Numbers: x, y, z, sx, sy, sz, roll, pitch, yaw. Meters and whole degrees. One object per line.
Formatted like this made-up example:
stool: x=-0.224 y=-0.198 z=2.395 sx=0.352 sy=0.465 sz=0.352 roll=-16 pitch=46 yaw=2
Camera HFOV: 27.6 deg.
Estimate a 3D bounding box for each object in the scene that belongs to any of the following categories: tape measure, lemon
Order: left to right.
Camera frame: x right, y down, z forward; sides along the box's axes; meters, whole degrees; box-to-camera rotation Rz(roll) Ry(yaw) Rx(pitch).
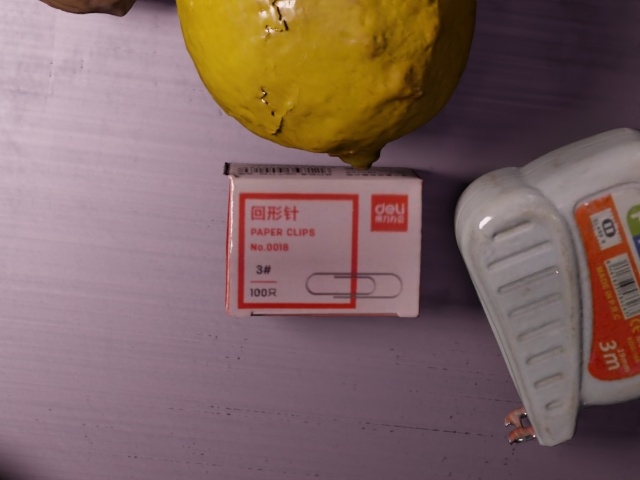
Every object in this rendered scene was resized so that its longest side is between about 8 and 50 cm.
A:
lemon: x=0.003 y=-0.210 z=1.067 sx=0.260 sy=0.260 sz=0.284 roll=-12 pitch=121 yaw=-1
tape measure: x=0.245 y=0.034 z=1.193 sx=0.246 sy=0.125 sz=0.243 roll=-22 pitch=108 yaw=4

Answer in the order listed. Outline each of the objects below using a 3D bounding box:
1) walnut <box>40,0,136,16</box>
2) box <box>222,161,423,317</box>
walnut: x=-0.209 y=-0.293 z=1.083 sx=0.178 sy=0.178 sz=0.230 roll=-20 pitch=111 yaw=1
box: x=0.000 y=0.000 z=1.182 sx=0.182 sy=0.099 sz=0.133 roll=2 pitch=99 yaw=-4
